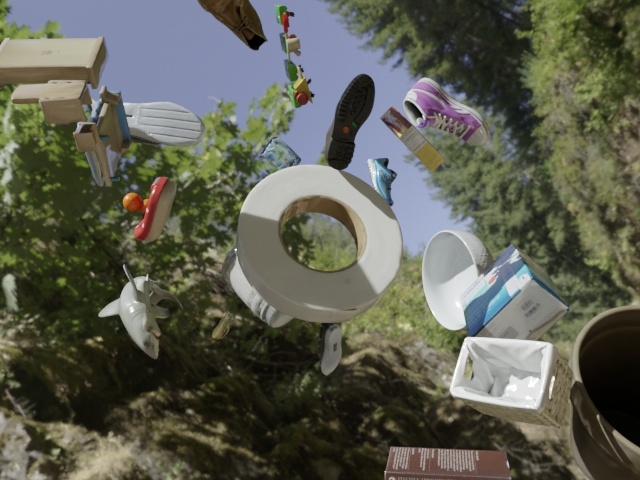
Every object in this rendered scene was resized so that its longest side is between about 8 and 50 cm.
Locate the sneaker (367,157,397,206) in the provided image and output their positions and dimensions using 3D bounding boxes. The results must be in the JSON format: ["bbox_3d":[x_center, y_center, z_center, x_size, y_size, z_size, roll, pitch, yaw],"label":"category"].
[{"bbox_3d":[0.184,-0.172,1.657,0.073,0.162,0.063,-17,-25,10],"label":"sneaker"}]

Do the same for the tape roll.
[{"bbox_3d":[0.000,0.000,1.341,0.392,0.392,0.072,-33,-17,-29],"label":"tape roll"}]

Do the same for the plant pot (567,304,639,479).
[{"bbox_3d":[0.593,0.328,1.071,0.323,0.323,0.280,-35,-36,-27],"label":"plant pot"}]

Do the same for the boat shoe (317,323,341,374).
[{"bbox_3d":[0.021,0.366,2.012,0.080,0.076,0.229,-26,-44,-30],"label":"boat shoe"}]

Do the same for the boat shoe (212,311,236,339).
[{"bbox_3d":[-0.311,0.287,1.910,0.056,0.048,0.153,-44,8,12],"label":"boat shoe"}]

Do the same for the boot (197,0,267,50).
[{"bbox_3d":[-0.214,-0.585,1.511,0.112,0.115,0.305,-34,-8,14],"label":"boot"}]

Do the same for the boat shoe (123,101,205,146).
[{"bbox_3d":[-0.481,-0.339,1.710,0.119,0.335,0.121,36,-113,-77],"label":"boat shoe"}]

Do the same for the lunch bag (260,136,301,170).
[{"bbox_3d":[-0.143,-0.324,2.206,0.096,0.128,0.151,-49,2,21],"label":"lunch bag"}]

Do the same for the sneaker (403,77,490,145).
[{"bbox_3d":[0.369,-0.353,1.754,0.161,0.282,0.102,-51,-5,-38],"label":"sneaker"}]

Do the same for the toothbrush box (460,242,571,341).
[{"bbox_3d":[0.485,0.157,1.495,0.216,0.126,0.295,-50,2,19],"label":"toothbrush box"}]

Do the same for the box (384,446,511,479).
[{"bbox_3d":[0.404,0.763,1.854,0.191,0.381,0.143,-21,-73,-76],"label":"box"}]

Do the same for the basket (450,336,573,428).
[{"bbox_3d":[0.323,0.237,0.978,0.103,0.167,0.113,39,-117,-33],"label":"basket"}]

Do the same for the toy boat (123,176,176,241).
[{"bbox_3d":[-0.579,-0.110,1.933,0.151,0.151,0.231,-88,20,-60],"label":"toy boat"}]

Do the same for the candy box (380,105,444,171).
[{"bbox_3d":[0.248,-0.272,1.566,0.053,0.109,0.186,-43,-44,12],"label":"candy box"}]

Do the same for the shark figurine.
[{"bbox_3d":[-0.367,0.122,1.134,0.116,0.166,0.278,-28,14,-2],"label":"shark figurine"}]

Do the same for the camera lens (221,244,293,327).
[{"bbox_3d":[-0.180,0.128,1.960,0.219,0.274,0.219,-37,-24,-20],"label":"camera lens"}]

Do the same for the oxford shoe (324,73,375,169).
[{"bbox_3d":[0.058,-0.284,1.374,0.082,0.096,0.227,21,-81,-18],"label":"oxford shoe"}]

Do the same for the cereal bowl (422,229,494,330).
[{"bbox_3d":[0.484,0.127,1.955,0.141,0.339,0.339,-5,-43,-21],"label":"cereal bowl"}]

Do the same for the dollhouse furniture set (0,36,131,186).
[{"bbox_3d":[-0.535,-0.229,1.214,0.198,0.287,0.304,-3,-47,-4],"label":"dollhouse furniture set"}]

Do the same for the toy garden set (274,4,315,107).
[{"bbox_3d":[-0.060,-0.453,1.441,0.049,0.204,0.245,-12,-66,-5],"label":"toy garden set"}]
